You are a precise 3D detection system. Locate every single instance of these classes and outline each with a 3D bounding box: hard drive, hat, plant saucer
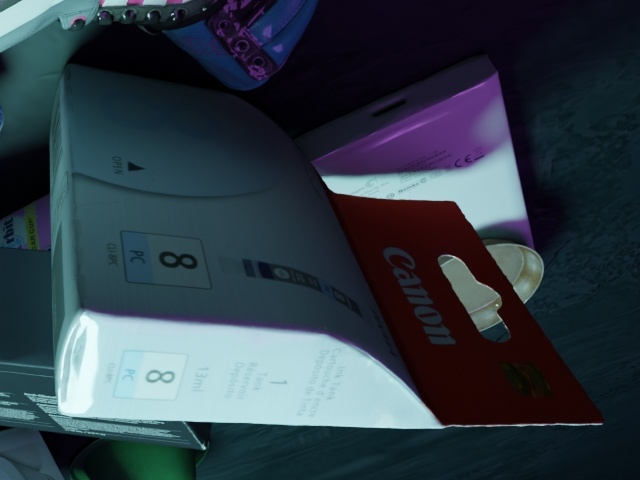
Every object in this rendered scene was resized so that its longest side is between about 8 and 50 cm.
[{"bbox_3d":[0.109,-0.037,0.950,0.203,0.040,0.307,-24,143,3],"label":"hard drive"},{"bbox_3d":[-0.199,0.348,1.151,0.209,0.183,0.173,-12,141,-13],"label":"hat"},{"bbox_3d":[0.169,0.051,1.028,0.168,0.029,0.168,-13,142,-10],"label":"plant saucer"}]

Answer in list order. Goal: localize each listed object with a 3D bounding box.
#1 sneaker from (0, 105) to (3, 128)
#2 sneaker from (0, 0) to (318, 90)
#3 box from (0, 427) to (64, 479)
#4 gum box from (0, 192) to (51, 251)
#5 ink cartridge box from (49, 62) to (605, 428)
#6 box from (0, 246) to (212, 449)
[{"bbox_3d":[-0.276,-0.113,0.659,0.081,0.080,0.211,-21,150,-46],"label":"sneaker"},{"bbox_3d":[-0.113,-0.161,0.609,0.295,0.124,0.178,-34,138,-7],"label":"sneaker"},{"bbox_3d":[-0.379,0.342,0.951,0.127,0.231,0.262,-40,162,22],"label":"box"},{"bbox_3d":[-0.204,0.030,0.860,0.107,0.062,0.188,-27,142,9],"label":"gum box"},{"bbox_3d":[0.000,0.000,0.680,0.385,0.308,0.091,5,123,-21],"label":"ink cartridge box"},{"bbox_3d":[-0.230,0.089,0.760,0.261,0.103,0.184,5,154,10],"label":"box"}]
